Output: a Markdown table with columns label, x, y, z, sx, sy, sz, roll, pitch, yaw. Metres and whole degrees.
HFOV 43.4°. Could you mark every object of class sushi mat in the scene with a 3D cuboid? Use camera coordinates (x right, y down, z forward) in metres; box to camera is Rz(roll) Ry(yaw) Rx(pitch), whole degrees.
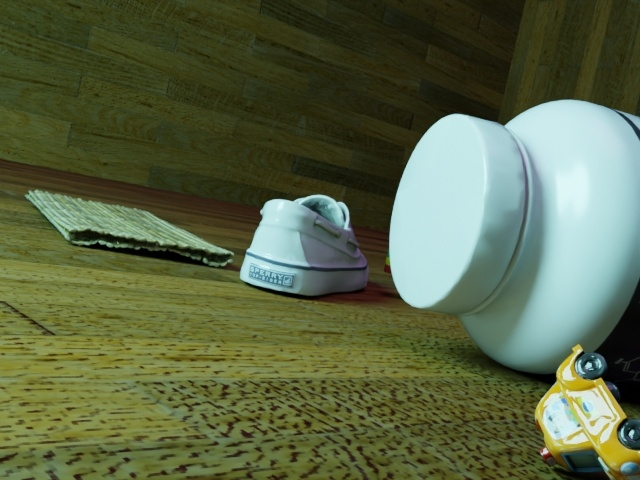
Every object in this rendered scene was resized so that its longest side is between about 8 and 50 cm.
| label | x | y | z | sx | sy | sz | roll | pitch | yaw |
| --- | --- | --- | --- | --- | --- | --- | --- | --- | --- |
| sushi mat | -0.211 | -0.017 | 0.832 | 0.151 | 0.019 | 0.316 | 12 | 4 | -27 |

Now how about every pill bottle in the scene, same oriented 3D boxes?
| label | x | y | z | sx | sy | sz | roll | pitch | yaw |
| --- | --- | --- | --- | --- | --- | --- | --- | --- | --- |
| pill bottle | 0.219 | 0.012 | 0.552 | 0.323 | 0.181 | 0.181 | 11 | 4 | -18 |

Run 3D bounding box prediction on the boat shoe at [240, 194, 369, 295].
| label | x | y | z | sx | sy | sz | roll | pitch | yaw |
| --- | --- | --- | --- | --- | --- | --- | --- | --- | --- |
| boat shoe | 0.000 | 0.000 | 0.758 | 0.095 | 0.084 | 0.258 | 13 | 4 | 9 |

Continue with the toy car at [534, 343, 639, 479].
| label | x | y | z | sx | sy | sz | roll | pitch | yaw |
| --- | --- | --- | --- | --- | --- | --- | --- | --- | --- |
| toy car | 0.116 | 0.085 | 0.347 | 0.041 | 0.060 | 0.122 | -30 | -25 | 8 |

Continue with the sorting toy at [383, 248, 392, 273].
| label | x | y | z | sx | sy | sz | roll | pitch | yaw |
| --- | --- | --- | --- | --- | --- | --- | --- | --- | --- |
| sorting toy | 0.203 | 0.062 | 0.790 | 0.275 | 0.046 | 0.132 | 14 | 4 | 33 |
